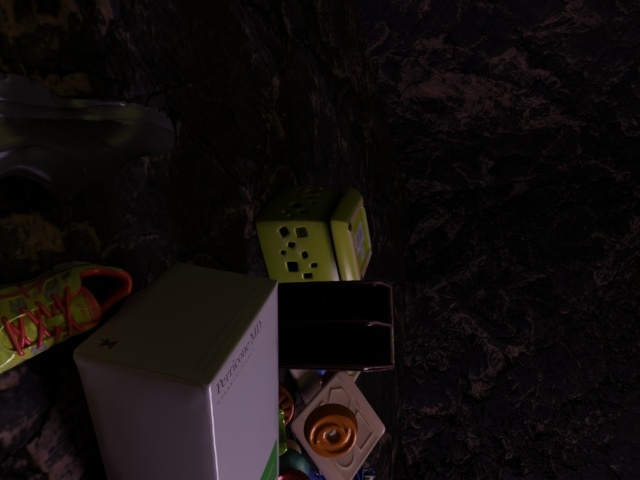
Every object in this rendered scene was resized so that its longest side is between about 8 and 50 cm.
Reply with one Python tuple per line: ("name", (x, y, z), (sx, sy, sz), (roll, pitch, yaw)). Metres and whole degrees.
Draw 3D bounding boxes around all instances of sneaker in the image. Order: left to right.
("sneaker", (-0.273, 0.071, 0.470), (0.208, 0.094, 0.082), (-54, 137, -61))
("sneaker", (-0.275, -0.100, 0.516), (0.286, 0.109, 0.130), (-14, 106, -62))
("sneaker", (0.032, 0.572, 1.132), (0.315, 0.182, 0.128), (47, 41, -62))

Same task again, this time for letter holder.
("letter holder", (-0.042, 0.145, 0.811), (0.214, 0.301, 0.152), (30, 58, -67))

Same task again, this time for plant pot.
("plant pot", (0.000, 0.000, 1.114), (0.228, 0.207, 0.227), (-59, 142, -58))

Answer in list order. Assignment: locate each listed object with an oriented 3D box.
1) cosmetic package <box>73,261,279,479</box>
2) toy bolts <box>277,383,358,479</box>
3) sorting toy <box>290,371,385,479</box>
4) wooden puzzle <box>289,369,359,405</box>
("cosmetic package", (-0.152, 0.235, 0.593), (0.197, 0.155, 0.366), (-59, 156, -58))
("toy bolts", (-0.044, 0.386, 0.926), (0.158, 0.218, 0.229), (-118, -153, -78))
("sorting toy", (0.043, 0.443, 1.115), (0.208, 0.038, 0.193), (-33, 87, -45))
("wooden puzzle", (0.052, 0.273, 1.241), (0.322, 0.080, 0.348), (-49, 135, -33))
